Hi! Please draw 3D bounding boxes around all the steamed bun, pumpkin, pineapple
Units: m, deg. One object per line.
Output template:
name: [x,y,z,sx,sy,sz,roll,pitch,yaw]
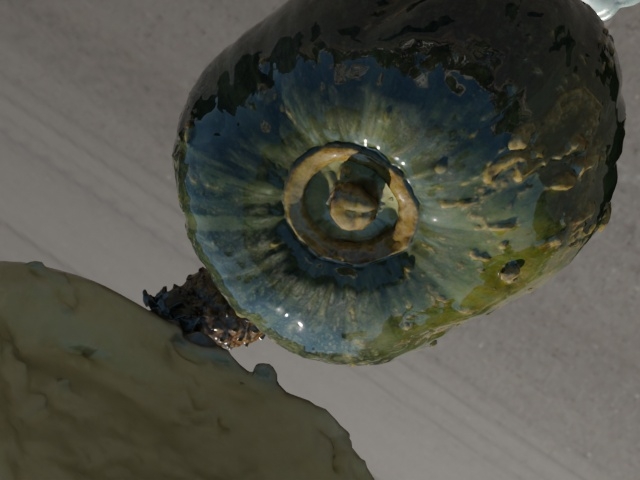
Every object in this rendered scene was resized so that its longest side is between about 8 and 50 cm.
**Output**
steamed bun: [-0.141,0.194,0.465,0.334,0.233,0.312,25,121,-16]
pumpkin: [0.066,-0.063,0.784,0.328,0.257,0.291,-20,112,20]
pineapple: [-0.143,0.085,1.187,0.108,0.198,0.108,32,130,49]

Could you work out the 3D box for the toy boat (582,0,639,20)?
toy boat: [0.289,-0.398,1.243,0.199,0.100,0.290,-43,57,35]
